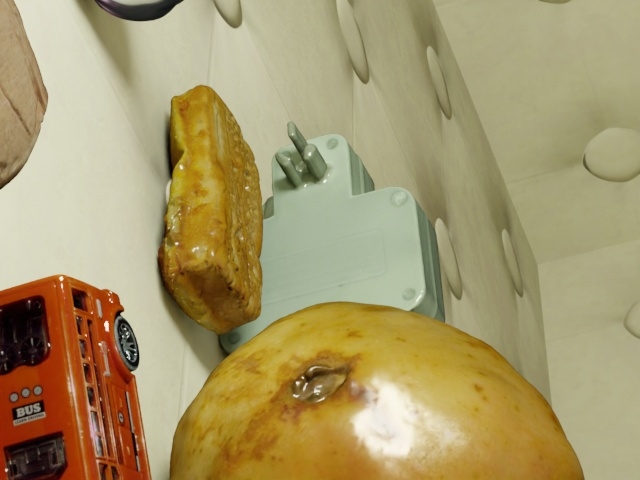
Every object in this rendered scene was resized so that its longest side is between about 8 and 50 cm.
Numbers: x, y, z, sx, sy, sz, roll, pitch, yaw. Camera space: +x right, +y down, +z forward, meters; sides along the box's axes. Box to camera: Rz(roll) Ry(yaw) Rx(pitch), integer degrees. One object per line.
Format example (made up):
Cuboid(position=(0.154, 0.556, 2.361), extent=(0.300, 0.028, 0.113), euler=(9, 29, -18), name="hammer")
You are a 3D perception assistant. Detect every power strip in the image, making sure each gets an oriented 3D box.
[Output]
Cuboid(position=(0.000, 0.000, 2.113), extent=(0.141, 0.229, 0.261), euler=(57, 23, -49), name="power strip")

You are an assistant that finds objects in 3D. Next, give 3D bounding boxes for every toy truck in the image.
Cuboid(position=(-0.189, 0.158, 1.460), extent=(0.114, 0.107, 0.252), euler=(42, 35, -65), name="toy truck")

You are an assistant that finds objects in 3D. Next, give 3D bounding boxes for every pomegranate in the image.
Cuboid(position=(0.047, 0.255, 1.791), extent=(0.410, 0.410, 0.410), euler=(-15, 90, -76), name="pomegranate")

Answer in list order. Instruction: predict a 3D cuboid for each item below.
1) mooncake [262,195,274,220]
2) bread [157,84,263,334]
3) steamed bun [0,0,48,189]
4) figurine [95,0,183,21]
Cuboid(position=(0.019, 0.088, 2.301), extent=(0.254, 0.136, 0.250), euler=(62, 15, -44), name="mooncake")
Cuboid(position=(-0.115, -0.036, 2.018), extent=(0.271, 0.077, 0.139), euler=(-93, 159, -44), name="bread")
Cuboid(position=(-0.271, -0.100, 1.428), extent=(0.175, 0.106, 0.145), euler=(-66, 147, -47), name="steamed bun")
Cuboid(position=(-0.203, -0.312, 1.896), extent=(0.222, 0.145, 0.145), euler=(62, 16, -8), name="figurine")
